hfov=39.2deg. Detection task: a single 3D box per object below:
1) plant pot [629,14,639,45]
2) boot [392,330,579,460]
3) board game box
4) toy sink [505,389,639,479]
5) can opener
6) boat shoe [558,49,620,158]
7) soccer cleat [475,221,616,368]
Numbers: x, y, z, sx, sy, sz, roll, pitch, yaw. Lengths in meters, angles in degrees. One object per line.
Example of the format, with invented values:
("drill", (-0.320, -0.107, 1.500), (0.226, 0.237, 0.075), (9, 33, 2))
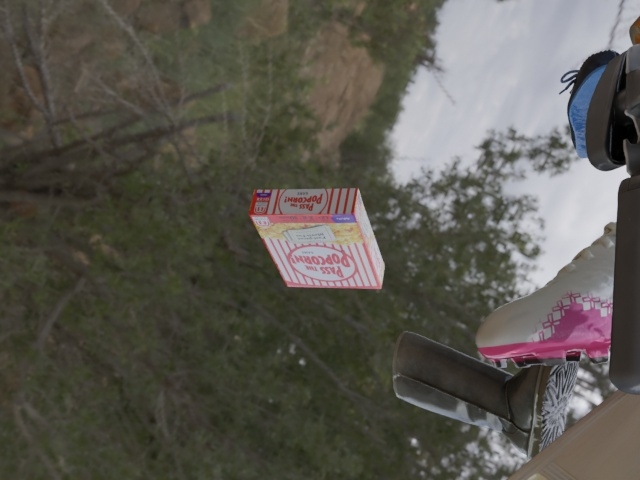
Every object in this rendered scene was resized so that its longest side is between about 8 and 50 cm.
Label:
("plant pot", (0.549, -0.308, 1.258), (0.188, 0.205, 0.205), (-38, -176, 7))
("boot", (0.181, 0.149, 1.032), (0.076, 0.208, 0.190), (-22, 128, -40))
("board game box", (0.000, 0.000, 1.252), (0.193, 0.146, 0.045), (65, 30, -53))
("toy sink", (0.269, 0.246, 0.777), (0.234, 0.131, 0.153), (-31, 126, -20))
("can opener", (0.257, -0.019, 0.711), (0.095, 0.075, 0.284), (157, -58, -70))
("boat shoe", (0.406, -0.215, 1.359), (0.258, 0.108, 0.089), (76, 10, -66))
("soccer cleat", (0.278, 0.038, 0.861), (0.116, 0.331, 0.143), (-19, -102, 61))
